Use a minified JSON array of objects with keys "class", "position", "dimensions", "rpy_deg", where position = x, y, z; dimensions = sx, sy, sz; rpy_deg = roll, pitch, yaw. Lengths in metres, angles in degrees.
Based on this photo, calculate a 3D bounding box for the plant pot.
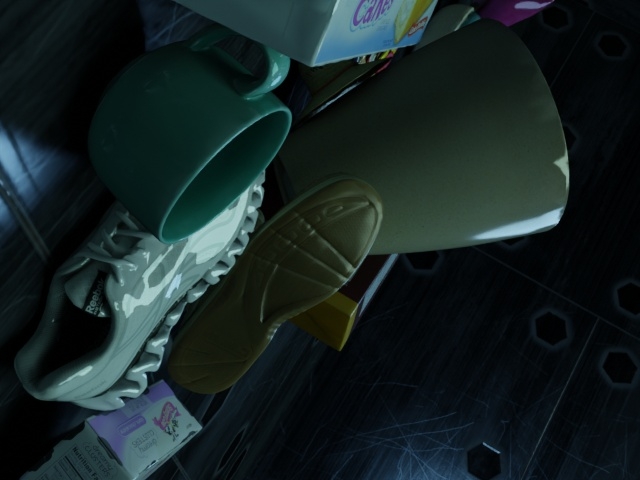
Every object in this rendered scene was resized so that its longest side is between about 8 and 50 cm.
[{"class":"plant pot","position":[0.093,-0.089,0.910],"dimensions":[0.273,0.257,0.256],"rpy_deg":[-18,160,-9]}]

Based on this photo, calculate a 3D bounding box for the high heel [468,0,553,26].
[{"class":"high heel","position":[0.333,-0.405,1.589],"dimensions":[0.127,0.181,0.377],"rpy_deg":[-57,170,-15]}]

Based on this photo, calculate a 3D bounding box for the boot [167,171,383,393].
[{"class":"boot","position":[-0.055,0.004,0.796],"dimensions":[0.262,0.095,0.203],"rpy_deg":[-49,-156,18]}]

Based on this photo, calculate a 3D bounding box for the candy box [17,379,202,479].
[{"class":"candy box","position":[-0.229,0.234,0.764],"dimensions":[0.196,0.070,0.165],"rpy_deg":[-42,173,10]}]

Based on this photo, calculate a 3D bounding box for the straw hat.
[{"class":"straw hat","position":[0.008,-0.191,0.900],"dimensions":[0.144,0.061,0.144],"rpy_deg":[-36,-176,3]}]

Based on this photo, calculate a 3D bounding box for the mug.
[{"class":"mug","position":[-0.090,-0.086,0.567],"dimensions":[0.158,0.097,0.129],"rpy_deg":[-47,172,2]}]

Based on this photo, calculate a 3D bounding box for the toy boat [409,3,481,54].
[{"class":"toy boat","position":[0.204,-0.259,1.462],"dimensions":[0.318,0.148,0.267],"rpy_deg":[-55,169,-29]}]

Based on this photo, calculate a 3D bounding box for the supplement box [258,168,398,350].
[{"class":"supplement box","position":[0.000,0.000,1.054],"dimensions":[0.194,0.191,0.129],"rpy_deg":[-55,169,-26]}]

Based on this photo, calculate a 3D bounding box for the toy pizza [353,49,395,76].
[{"class":"toy pizza","position":[0.108,-0.315,1.155],"dimensions":[0.201,0.032,0.201],"rpy_deg":[-57,170,-17]}]

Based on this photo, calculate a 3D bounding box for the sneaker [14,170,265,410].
[{"class":"sneaker","position":[-0.144,0.012,0.654],"dimensions":[0.292,0.110,0.118],"rpy_deg":[-61,161,1]}]

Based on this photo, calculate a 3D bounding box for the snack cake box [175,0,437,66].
[{"class":"snack cake box","position":[-0.010,-0.199,0.550],"dimensions":[0.089,0.152,0.264],"rpy_deg":[-65,170,24]}]
